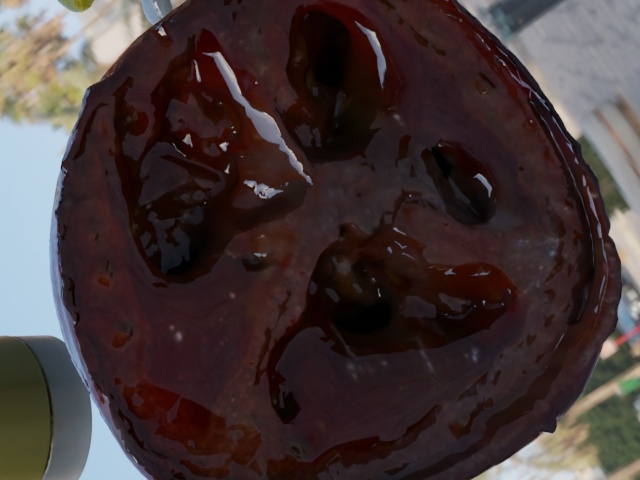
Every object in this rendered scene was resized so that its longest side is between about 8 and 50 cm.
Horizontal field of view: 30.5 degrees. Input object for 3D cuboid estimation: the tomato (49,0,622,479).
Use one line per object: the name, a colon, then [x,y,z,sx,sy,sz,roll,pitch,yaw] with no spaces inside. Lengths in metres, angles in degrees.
tomato: [0.001,0.000,0.479,0.228,0.228,0.101,53,164,-11]

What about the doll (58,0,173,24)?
doll: [-0.130,-0.194,0.747,0.071,0.113,0.135,19,149,49]

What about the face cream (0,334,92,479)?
face cream: [-0.427,0.232,1.507,0.179,0.218,0.218,1,-131,-43]
